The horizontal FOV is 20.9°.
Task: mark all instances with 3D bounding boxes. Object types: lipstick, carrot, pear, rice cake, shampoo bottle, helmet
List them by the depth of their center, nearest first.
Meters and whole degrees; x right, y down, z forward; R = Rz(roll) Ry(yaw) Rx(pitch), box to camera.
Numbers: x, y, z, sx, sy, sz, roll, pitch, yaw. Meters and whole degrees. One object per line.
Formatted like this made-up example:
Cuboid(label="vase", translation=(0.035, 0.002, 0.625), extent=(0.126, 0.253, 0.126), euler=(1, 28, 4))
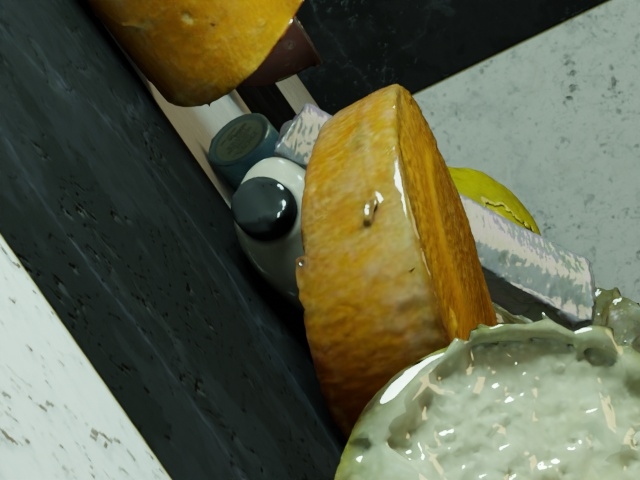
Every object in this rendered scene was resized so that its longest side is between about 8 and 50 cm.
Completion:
Cuboid(label="pear", translation=(0.121, 0.191, 0.901), extent=(0.267, 0.267, 0.178), euler=(58, -18, 25))
Cuboid(label="carrot", translation=(0.059, 0.020, 1.250), extent=(0.307, 0.100, 0.258), euler=(-83, 157, -59))
Cuboid(label="shampoo bottle", translation=(-0.006, 0.007, 1.312), extent=(0.257, 0.078, 0.127), euler=(46, 25, -67))
Cuboid(label="carrot", translation=(-0.134, -0.289, 1.321), extent=(0.331, 0.193, 0.214), euler=(50, 46, -16))
Cuboid(label="rice cake", translation=(0.097, -0.011, 1.458), extent=(0.365, 0.056, 0.072), euler=(26, 59, -30))
Cuboid(label="lipstick", translation=(0.000, 0.000, 1.500), extent=(0.274, 0.061, 0.068), euler=(51, 5, -39))
Cuboid(label="helmet", translation=(-0.084, -0.229, 1.904), extent=(0.155, 0.106, 0.175), euler=(57, -1, -20))

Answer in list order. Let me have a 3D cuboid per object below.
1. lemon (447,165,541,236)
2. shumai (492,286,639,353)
Cuboid(label="lemon", translation=(0.139, 0.028, 1.856), extent=(0.260, 0.204, 0.204), euler=(62, 2, -26))
Cuboid(label="shumai", translation=(0.181, 0.162, 1.611), extent=(0.283, 0.217, 0.346), euler=(2, 35, -27))
